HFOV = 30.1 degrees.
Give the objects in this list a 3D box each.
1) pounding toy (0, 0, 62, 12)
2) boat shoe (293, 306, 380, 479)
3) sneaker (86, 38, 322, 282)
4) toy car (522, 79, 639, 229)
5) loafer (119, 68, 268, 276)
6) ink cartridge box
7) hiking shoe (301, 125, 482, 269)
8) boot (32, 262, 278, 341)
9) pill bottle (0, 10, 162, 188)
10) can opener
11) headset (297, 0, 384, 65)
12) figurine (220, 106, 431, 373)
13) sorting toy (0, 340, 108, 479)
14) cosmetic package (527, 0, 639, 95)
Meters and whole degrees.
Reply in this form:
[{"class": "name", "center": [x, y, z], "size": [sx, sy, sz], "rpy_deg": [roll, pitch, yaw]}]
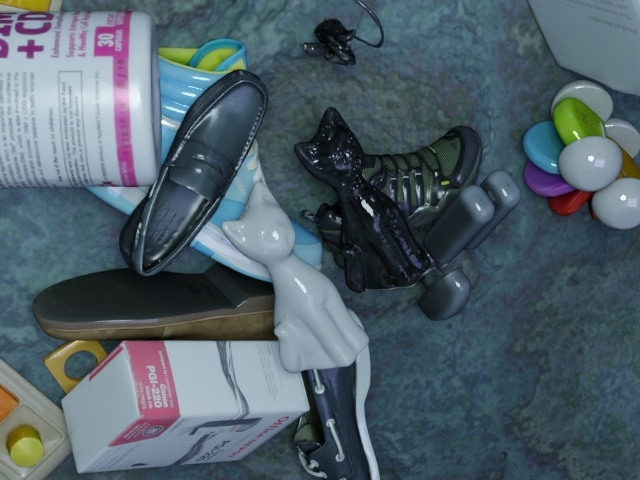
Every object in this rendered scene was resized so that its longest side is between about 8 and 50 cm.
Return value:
[{"class": "pounding toy", "center": [-0.273, -0.271, 1.099], "size": [0.141, 0.100, 0.130], "rpy_deg": [8, 107, -30]}, {"class": "boat shoe", "center": [0.008, 0.230, 1.457], "size": [0.091, 0.114, 0.303], "rpy_deg": [-13, 104, -23]}, {"class": "sneaker", "center": [-0.085, -0.088, 1.260], "size": [0.319, 0.127, 0.208], "rpy_deg": [28, 98, -34]}, {"class": "toy car", "center": [0.320, -0.094, 1.472], "size": [0.136, 0.159, 0.182], "rpy_deg": [-27, 130, 28]}, {"class": "loafer", "center": [-0.117, -0.061, 1.150], "size": [0.076, 0.078, 0.223], "rpy_deg": [30, 99, -25]}, {"class": "ink cartridge box", "center": [-0.146, 0.180, 1.302], "size": [0.218, 0.092, 0.158], "rpy_deg": [2, 150, -39]}, {"class": "hiking shoe", "center": [0.089, -0.067, 1.381], "size": [0.227, 0.086, 0.114], "rpy_deg": [-42, 127, -5]}, {"class": "boot", "center": [-0.166, 0.095, 1.313], "size": [0.305, 0.112, 0.115], "rpy_deg": [-2, 122, -29]}, {"class": "pill bottle", "center": [-0.290, -0.126, 1.077], "size": [0.283, 0.160, 0.160], "rpy_deg": [-2, 113, -4]}, {"class": "can opener", "center": [0.166, 0.007, 1.373], "size": [0.074, 0.093, 0.280], "rpy_deg": [-31, 165, -20]}, {"class": "headset", "center": [0.019, -0.373, 1.185], "size": [0.243, 0.185, 0.394], "rpy_deg": [-2, 107, -2]}, {"class": "figurine", "center": [0.000, 0.000, 1.251], "size": [0.215, 0.092, 0.209], "rpy_deg": [-48, 124, -34]}, {"class": "sorting toy", "center": [-0.371, 0.226, 1.291], "size": [0.347, 0.047, 0.196], "rpy_deg": [-45, 123, -4]}, {"class": "cosmetic package", "center": [0.297, -0.379, 1.272], "size": [0.161, 0.230, 0.453], "rpy_deg": [-39, 124, -9]}]
